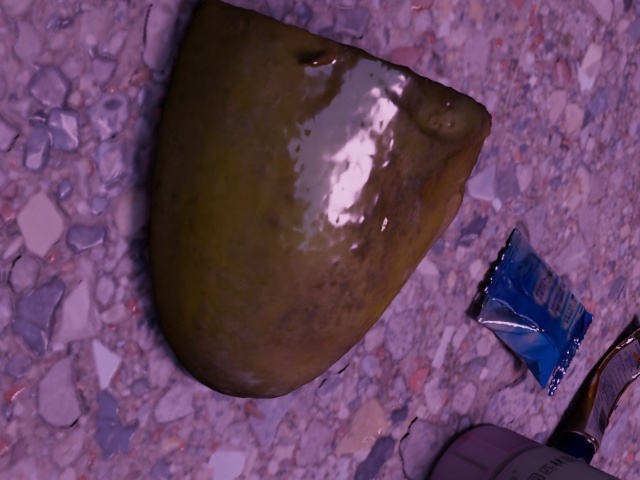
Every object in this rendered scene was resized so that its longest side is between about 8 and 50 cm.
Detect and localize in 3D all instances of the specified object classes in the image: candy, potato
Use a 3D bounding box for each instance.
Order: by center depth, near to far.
[{"bbox_3d":[0.000,0.000,0.999,0.269,0.112,0.255,17,94,-44],"label":"potato"},{"bbox_3d":[0.185,0.064,1.252,0.136,0.038,0.088,44,70,-34],"label":"candy"}]

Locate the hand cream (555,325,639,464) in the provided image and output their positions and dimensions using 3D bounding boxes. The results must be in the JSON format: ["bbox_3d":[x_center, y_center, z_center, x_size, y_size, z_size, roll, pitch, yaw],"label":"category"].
[{"bbox_3d":[0.273,0.150,1.376,0.163,0.039,0.062,-51,132,-25],"label":"hand cream"}]

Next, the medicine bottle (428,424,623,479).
[{"bbox_3d":[0.184,0.241,1.225,0.135,0.168,0.135,-17,116,-39],"label":"medicine bottle"}]
